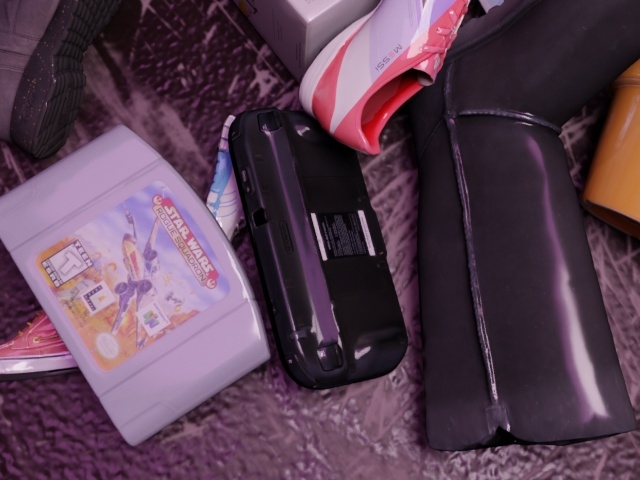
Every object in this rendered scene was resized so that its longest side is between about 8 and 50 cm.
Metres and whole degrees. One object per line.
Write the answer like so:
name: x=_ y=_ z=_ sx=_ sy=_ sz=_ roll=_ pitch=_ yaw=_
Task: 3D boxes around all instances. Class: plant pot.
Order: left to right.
plant pot: x=0.390 y=-0.095 z=0.867 sx=0.205 sy=0.205 sz=0.188 roll=29 pitch=92 yaw=6

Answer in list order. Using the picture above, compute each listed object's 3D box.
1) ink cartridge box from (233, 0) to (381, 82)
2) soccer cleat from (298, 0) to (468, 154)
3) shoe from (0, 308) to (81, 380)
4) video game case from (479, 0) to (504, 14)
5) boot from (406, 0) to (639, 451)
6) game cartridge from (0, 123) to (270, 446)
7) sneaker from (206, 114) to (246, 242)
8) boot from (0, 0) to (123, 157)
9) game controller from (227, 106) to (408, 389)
ink cartridge box: x=-0.020 y=-0.339 z=0.927 sx=0.171 sy=0.168 sz=0.233 roll=-36 pitch=79 yaw=-10
soccer cleat: x=0.109 y=-0.233 z=0.823 sx=0.318 sy=0.108 sz=0.116 roll=-50 pitch=59 yaw=14
shoe: x=-0.305 y=0.106 z=0.865 sx=0.177 sy=0.063 sz=0.081 roll=-5 pitch=74 yaw=-8
video game case: x=0.269 y=-0.360 z=0.939 sx=0.204 sy=0.025 sz=0.285 roll=-33 pitch=67 yaw=24
boot: x=0.240 y=-0.028 z=0.776 sx=0.146 sy=0.367 sz=0.445 roll=12 pitch=68 yaw=-35
game cartridge: x=-0.190 y=0.036 z=0.824 sx=0.198 sy=0.062 sz=0.297 roll=-33 pitch=86 yaw=0
sneaker: x=-0.087 y=-0.050 z=0.905 sx=0.082 sy=0.071 sz=0.191 roll=11 pitch=76 yaw=-4
boot: x=-0.359 y=-0.282 z=0.895 sx=0.222 sy=0.118 sz=0.338 roll=25 pitch=94 yaw=5
game controller: x=0.000 y=0.000 z=0.870 sx=0.166 sy=0.067 sz=0.319 roll=-1 pitch=71 yaw=-45
